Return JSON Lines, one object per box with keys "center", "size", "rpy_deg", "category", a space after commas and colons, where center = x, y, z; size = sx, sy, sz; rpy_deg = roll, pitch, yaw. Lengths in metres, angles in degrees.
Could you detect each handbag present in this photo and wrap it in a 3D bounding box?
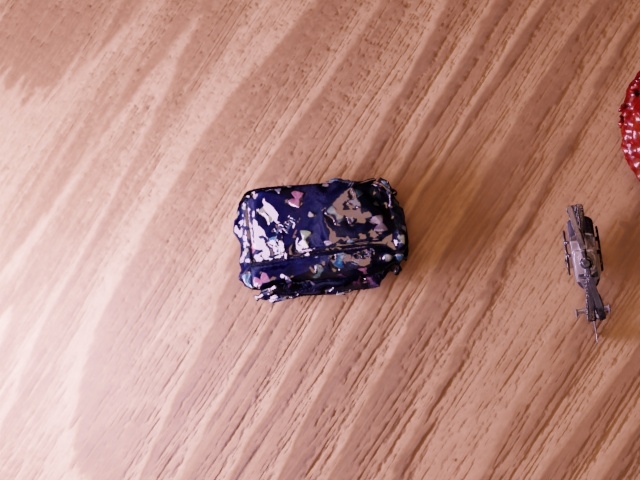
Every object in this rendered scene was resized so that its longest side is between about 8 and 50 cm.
{"center": [0.000, 0.000, 1.889], "size": [0.260, 0.113, 0.162], "rpy_deg": [-9, 73, 14], "category": "handbag"}

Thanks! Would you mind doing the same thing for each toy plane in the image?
{"center": [0.368, 0.045, 1.808], "size": [0.053, 0.078, 0.197], "rpy_deg": [-8, 94, 11], "category": "toy plane"}

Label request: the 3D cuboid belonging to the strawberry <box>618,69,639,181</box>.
{"center": [0.485, -0.169, 1.724], "size": [0.205, 0.244, 0.205], "rpy_deg": [-3, 80, 16], "category": "strawberry"}
